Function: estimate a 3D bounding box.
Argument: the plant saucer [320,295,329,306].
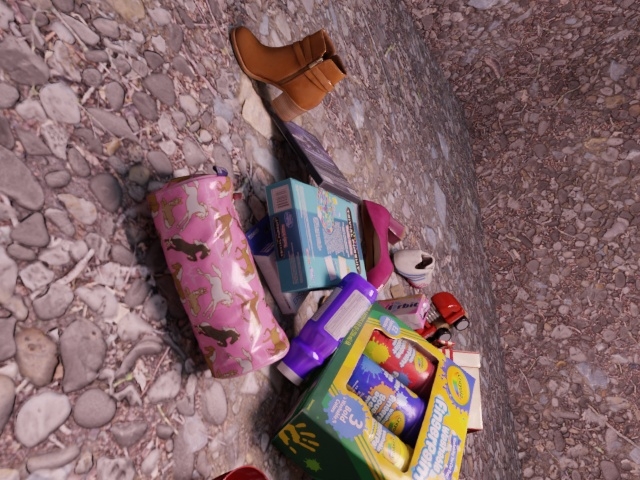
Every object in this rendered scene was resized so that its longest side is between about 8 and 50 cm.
[{"bbox_3d":[0.021,0.195,1.336,0.083,0.015,0.083,30,54,-51],"label":"plant saucer"}]

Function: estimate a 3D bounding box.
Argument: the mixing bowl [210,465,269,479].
[{"bbox_3d":[-0.167,0.479,0.815,0.181,0.098,0.181,31,52,-52],"label":"mixing bowl"}]

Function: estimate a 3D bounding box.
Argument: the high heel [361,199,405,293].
[{"bbox_3d":[0.154,0.033,1.585,0.181,0.127,0.377,35,46,-10],"label":"high heel"}]

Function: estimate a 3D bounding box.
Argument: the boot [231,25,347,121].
[{"bbox_3d":[-0.082,-0.468,1.220,0.283,0.220,0.109,58,35,-4],"label":"boot"}]

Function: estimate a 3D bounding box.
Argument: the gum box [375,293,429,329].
[{"bbox_3d":[0.249,0.234,1.530,0.062,0.188,0.107,65,32,-19],"label":"gum box"}]

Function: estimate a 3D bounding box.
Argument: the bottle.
[{"bbox_3d":[0.015,0.204,1.114,0.092,0.283,0.118,40,-11,5],"label":"bottle"}]

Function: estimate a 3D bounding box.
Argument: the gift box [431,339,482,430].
[{"bbox_3d":[0.339,0.452,1.496,0.255,0.276,0.258,105,-8,-63],"label":"gift box"}]

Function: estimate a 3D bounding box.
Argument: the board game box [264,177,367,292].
[{"bbox_3d":[0.000,0.000,1.226,0.336,0.079,0.254,8,70,-62],"label":"board game box"}]

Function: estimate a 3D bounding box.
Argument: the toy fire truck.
[{"bbox_3d":[0.383,0.251,1.749,0.246,0.217,0.158,44,13,-35],"label":"toy fire truck"}]

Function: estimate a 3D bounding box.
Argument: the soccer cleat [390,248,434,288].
[{"bbox_3d":[0.396,0.112,1.876,0.331,0.143,0.116,26,56,-53],"label":"soccer cleat"}]

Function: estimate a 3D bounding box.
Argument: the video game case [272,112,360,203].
[{"bbox_3d":[-0.010,-0.225,1.328,0.196,0.026,0.274,17,34,-55],"label":"video game case"}]

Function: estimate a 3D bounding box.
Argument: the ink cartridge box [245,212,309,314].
[{"bbox_3d":[-0.078,0.033,1.207,0.224,0.045,0.223,64,32,-19],"label":"ink cartridge box"}]

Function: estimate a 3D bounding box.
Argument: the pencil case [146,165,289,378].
[{"bbox_3d":[-0.187,0.064,0.905,0.160,0.167,0.386,-151,-137,-82],"label":"pencil case"}]

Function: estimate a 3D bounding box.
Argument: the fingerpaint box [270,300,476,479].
[{"bbox_3d":[0.156,0.399,1.156,0.371,0.163,0.445,39,35,3],"label":"fingerpaint box"}]
